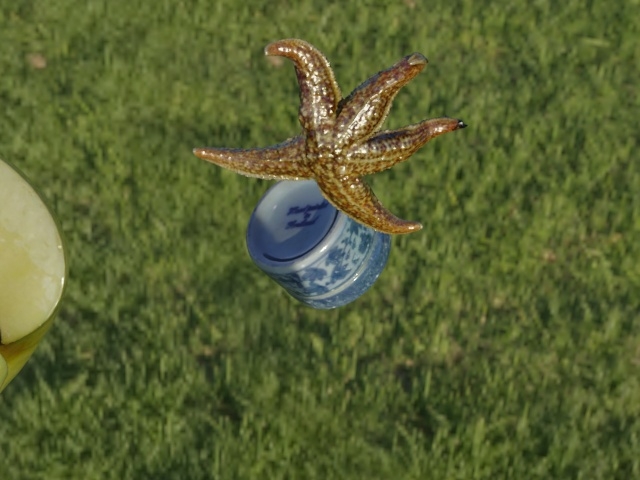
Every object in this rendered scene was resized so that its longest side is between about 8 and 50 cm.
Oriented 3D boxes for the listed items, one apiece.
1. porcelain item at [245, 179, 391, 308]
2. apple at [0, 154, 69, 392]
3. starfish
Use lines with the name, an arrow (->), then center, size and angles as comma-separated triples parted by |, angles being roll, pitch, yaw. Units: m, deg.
porcelain item -> 0.000, 0.000, 1.570 | 0.147, 0.114, 0.147 | -21, 49, 26
apple -> -0.354, 0.041, 1.090 | 0.254, 0.292, 0.292 | 34, 38, -2
starfish -> 0.011, -0.081, 1.158 | 0.238, 0.213, 0.057 | -16, 29, 3
